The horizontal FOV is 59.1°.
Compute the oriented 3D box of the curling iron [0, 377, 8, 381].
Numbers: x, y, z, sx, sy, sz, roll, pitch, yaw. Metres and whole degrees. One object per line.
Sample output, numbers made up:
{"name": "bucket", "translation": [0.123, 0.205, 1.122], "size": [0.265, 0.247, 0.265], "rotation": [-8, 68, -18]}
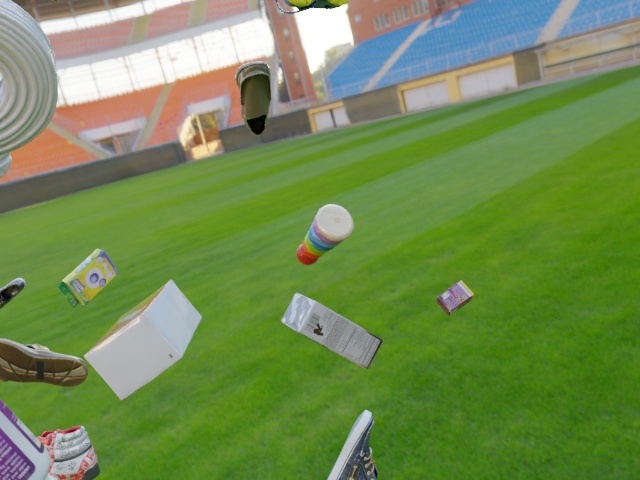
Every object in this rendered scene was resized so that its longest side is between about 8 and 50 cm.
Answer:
{"name": "curling iron", "translation": [-0.706, 0.235, 1.126], "size": [0.068, 0.274, 0.035], "rotation": [26, 69, 14]}

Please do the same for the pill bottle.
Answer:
{"name": "pill bottle", "translation": [-0.574, 0.374, 0.952], "size": [0.169, 0.301, 0.169], "rotation": [-29, 17, 10]}

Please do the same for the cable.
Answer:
{"name": "cable", "translation": [-0.511, -0.237, 0.809], "size": [0.257, 0.257, 0.089], "rotation": [-12, 45, -35]}

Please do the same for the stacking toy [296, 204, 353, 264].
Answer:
{"name": "stacking toy", "translation": [0.000, 0.000, 2.086], "size": [0.141, 0.141, 0.330], "rotation": [-21, -16, -29]}

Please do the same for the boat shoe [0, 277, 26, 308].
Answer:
{"name": "boat shoe", "translation": [-0.917, 0.160, 1.632], "size": [0.142, 0.049, 0.040], "rotation": [-38, 18, 5]}

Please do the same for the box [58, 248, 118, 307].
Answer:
{"name": "box", "translation": [-0.740, 0.124, 1.798], "size": [0.043, 0.105, 0.179], "rotation": [11, 47, 33]}

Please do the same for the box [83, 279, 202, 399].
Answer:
{"name": "box", "translation": [-0.513, 0.283, 1.687], "size": [0.215, 0.168, 0.345], "rotation": [-36, 10, 4]}

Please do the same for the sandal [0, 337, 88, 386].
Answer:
{"name": "sandal", "translation": [-0.487, 0.207, 0.972], "size": [0.180, 0.072, 0.049], "rotation": [12, 16, -7]}

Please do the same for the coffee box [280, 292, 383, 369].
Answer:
{"name": "coffee box", "translation": [0.039, 0.303, 1.894], "size": [0.119, 0.297, 0.168], "rotation": [-61, 25, -8]}

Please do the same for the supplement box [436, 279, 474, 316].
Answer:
{"name": "supplement box", "translation": [0.361, 0.155, 1.512], "size": [0.083, 0.055, 0.043], "rotation": [-32, -25, -9]}

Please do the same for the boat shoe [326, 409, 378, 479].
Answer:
{"name": "boat shoe", "translation": [0.077, 0.404, 1.040], "size": [0.083, 0.183, 0.065], "rotation": [26, 16, 9]}

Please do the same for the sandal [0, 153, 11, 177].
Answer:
{"name": "sandal", "translation": [-0.837, -0.327, 1.285], "size": [0.102, 0.416, 0.169], "rotation": [16, 30, 27]}

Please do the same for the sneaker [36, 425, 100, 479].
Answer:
{"name": "sneaker", "translation": [-0.659, 0.532, 1.303], "size": [0.270, 0.145, 0.090], "rotation": [-17, 3, -43]}

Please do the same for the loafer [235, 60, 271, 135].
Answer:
{"name": "loafer", "translation": [-0.163, -0.365, 1.472], "size": [0.094, 0.087, 0.251], "rotation": [-16, -22, -9]}

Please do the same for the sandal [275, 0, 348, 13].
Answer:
{"name": "sandal", "translation": [-0.032, -0.817, 1.867], "size": [0.317, 0.126, 0.138], "rotation": [-21, 9, -42]}
